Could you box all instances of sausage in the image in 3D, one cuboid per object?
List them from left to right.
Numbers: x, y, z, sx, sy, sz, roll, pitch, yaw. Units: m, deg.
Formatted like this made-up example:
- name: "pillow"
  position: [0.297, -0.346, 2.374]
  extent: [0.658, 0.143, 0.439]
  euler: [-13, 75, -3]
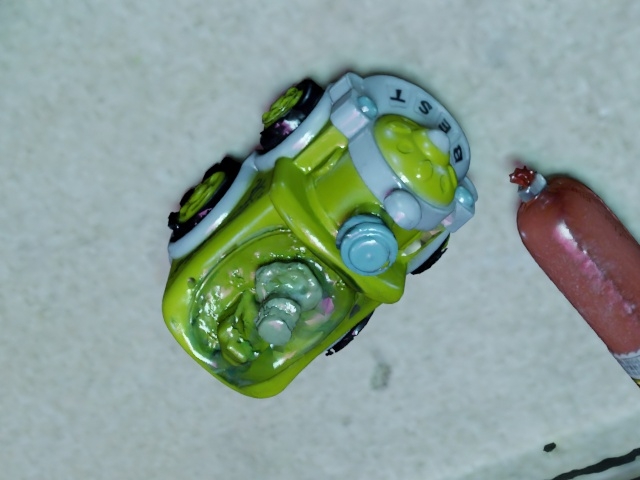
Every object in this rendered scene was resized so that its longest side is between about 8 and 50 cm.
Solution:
- name: "sausage"
  position: [0.144, 0.066, 0.589]
  extent: [0.034, 0.034, 0.253]
  euler: [-34, 108, 22]

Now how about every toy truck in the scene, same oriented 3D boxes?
- name: "toy truck"
  position: [0.000, 0.000, 0.545]
  extent: [0.076, 0.077, 0.111]
  euler: [41, 115, -15]
